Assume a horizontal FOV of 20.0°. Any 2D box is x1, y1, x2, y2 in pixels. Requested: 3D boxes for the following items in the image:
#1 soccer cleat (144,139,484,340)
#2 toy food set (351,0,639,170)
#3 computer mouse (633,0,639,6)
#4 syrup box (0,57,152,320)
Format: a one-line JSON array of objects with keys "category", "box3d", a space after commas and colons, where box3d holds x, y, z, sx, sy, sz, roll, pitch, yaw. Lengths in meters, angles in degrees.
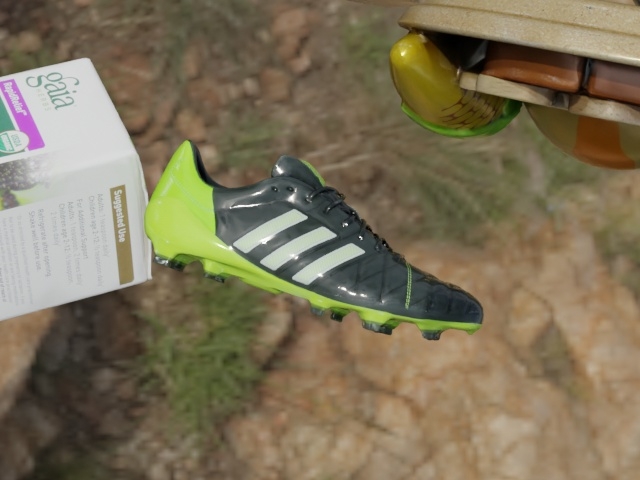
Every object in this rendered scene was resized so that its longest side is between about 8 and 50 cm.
[{"category": "soccer cleat", "box3d": [0.000, 0.000, 0.904, 0.060, 0.179, 0.072, 40, 68, -84]}, {"category": "toy food set", "box3d": [0.079, -0.034, 0.443, 0.132, 0.192, 0.038, -8, 110, -73]}, {"category": "computer mouse", "box3d": [0.186, -0.052, 0.638, 0.060, 0.184, 0.262, -48, 143, -1]}, {"category": "syrup box", "box3d": [-0.214, -0.010, 0.937, 0.237, 0.093, 0.096, -16, 134, -15]}]
